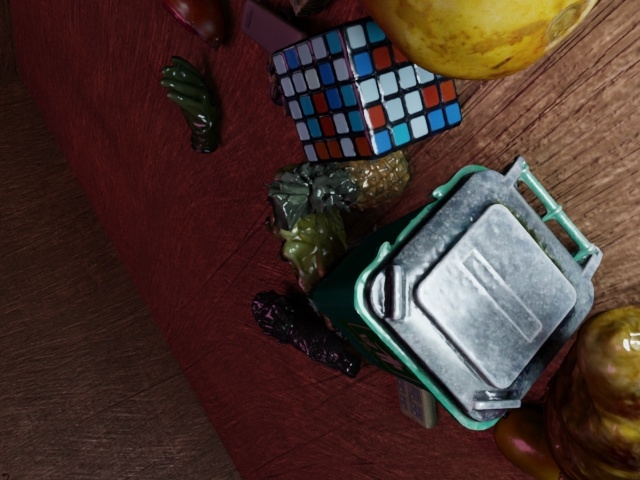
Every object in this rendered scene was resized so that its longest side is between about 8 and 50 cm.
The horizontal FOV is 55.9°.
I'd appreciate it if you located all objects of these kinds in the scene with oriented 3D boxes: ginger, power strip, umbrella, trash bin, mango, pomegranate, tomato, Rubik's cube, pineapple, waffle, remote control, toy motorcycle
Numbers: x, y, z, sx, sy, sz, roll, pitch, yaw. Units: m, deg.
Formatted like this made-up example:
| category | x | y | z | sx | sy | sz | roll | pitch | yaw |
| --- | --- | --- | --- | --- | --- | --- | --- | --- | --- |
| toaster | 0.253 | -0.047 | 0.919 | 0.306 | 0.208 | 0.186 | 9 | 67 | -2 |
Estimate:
| category | x | y | z | sx | sy | sz | roll | pitch | yaw |
| --- | --- | --- | --- | --- | --- | --- | --- | --- | --- |
| ginger | 0.394 | 0.196 | 0.708 | 0.418 | 0.254 | 0.176 | 81 | -170 | -54 |
| power strip | 0.190 | 0.269 | 1.240 | 0.092 | 0.034 | 0.267 | 24 | 133 | 49 |
| umbrella | -0.036 | 0.216 | 1.487 | 0.337 | 0.128 | 0.154 | 20 | 145 | 43 |
| trash bin | 0.162 | 0.065 | 0.874 | 0.259 | 0.295 | 0.381 | 48 | 163 | -9 |
| mango | 0.359 | 0.337 | 0.976 | 0.163 | 0.089 | 0.111 | 24 | 145 | 35 |
| pomegranate | 0.161 | -0.303 | 0.609 | 0.264 | 0.264 | 0.264 | 38 | 142 | 37 |
| tomato | -0.264 | -0.501 | 1.297 | 0.173 | 0.099 | 0.189 | 44 | -172 | 5 |
| Rubik's cube | 0.069 | -0.225 | 0.885 | 0.182 | 0.184 | 0.187 | 7 | 120 | 56 |
| pineapple | 0.027 | -0.089 | 0.996 | 0.128 | 0.248 | 0.128 | 35 | 137 | 41 |
| waffle | 0.000 | 0.000 | 1.141 | 0.073 | 0.297 | 0.317 | -20 | 111 | 20 |
| remote control | -0.085 | -0.375 | 1.088 | 0.261 | 0.029 | 0.067 | 50 | 130 | 47 |
| toy motorcycle | -0.056 | -0.326 | 1.129 | 0.124 | 0.061 | 0.193 | 47 | 140 | 39 |

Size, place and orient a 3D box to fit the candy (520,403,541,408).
| category | x | y | z | sx | sy | sz | roll | pitch | yaw |
| --- | --- | --- | --- | --- | --- | --- | --- | --- | --- |
| candy | 0.325 | 0.280 | 1.044 | 0.123 | 0.035 | 0.035 | -5 | 115 | 51 |

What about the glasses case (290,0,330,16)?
| category | x | y | z | sx | sy | sz | roll | pitch | yaw |
| --- | --- | --- | --- | --- | --- | --- | --- | --- | --- |
| glasses case | 0.025 | -0.450 | 0.900 | 0.272 | 0.062 | 0.095 | -24 | 86 | 60 |

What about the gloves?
| category | x | y | z | sx | sy | sz | roll | pitch | yaw |
| --- | --- | --- | --- | --- | --- | --- | --- | --- | --- |
| gloves | -0.313 | -0.336 | 1.492 | 0.135 | 0.107 | 0.268 | 49 | 166 | 39 |
